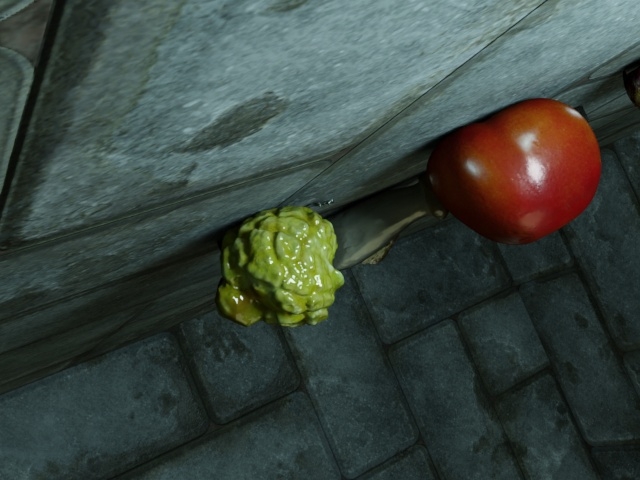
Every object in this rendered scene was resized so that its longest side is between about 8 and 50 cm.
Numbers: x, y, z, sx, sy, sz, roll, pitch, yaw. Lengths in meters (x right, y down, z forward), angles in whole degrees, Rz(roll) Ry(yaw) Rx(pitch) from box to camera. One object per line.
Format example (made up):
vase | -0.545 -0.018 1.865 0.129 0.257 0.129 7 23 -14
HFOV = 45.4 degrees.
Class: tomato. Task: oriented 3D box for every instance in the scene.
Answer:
tomato | 0.339 -0.110 1.315 0.299 0.226 0.298 -23 172 -4

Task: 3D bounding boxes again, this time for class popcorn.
popcorn | -0.084 0.053 1.305 0.251 0.205 0.237 -15 -177 34

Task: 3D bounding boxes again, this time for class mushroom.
mushroom | 0.125 -0.037 1.720 0.350 0.128 0.128 -26 175 13

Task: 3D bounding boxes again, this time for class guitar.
guitar | -0.082 -0.029 1.426 0.233 0.025 0.088 -22 174 -3

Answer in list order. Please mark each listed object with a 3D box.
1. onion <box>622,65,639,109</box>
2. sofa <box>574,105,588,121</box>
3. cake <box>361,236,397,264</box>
onion | 0.655 -0.288 1.358 0.198 0.135 0.173 -25 178 7
sofa | 0.536 -0.256 1.710 0.060 0.039 0.118 -21 175 -26
cake | 0.180 -0.032 1.963 0.246 0.135 0.112 -25 174 21
